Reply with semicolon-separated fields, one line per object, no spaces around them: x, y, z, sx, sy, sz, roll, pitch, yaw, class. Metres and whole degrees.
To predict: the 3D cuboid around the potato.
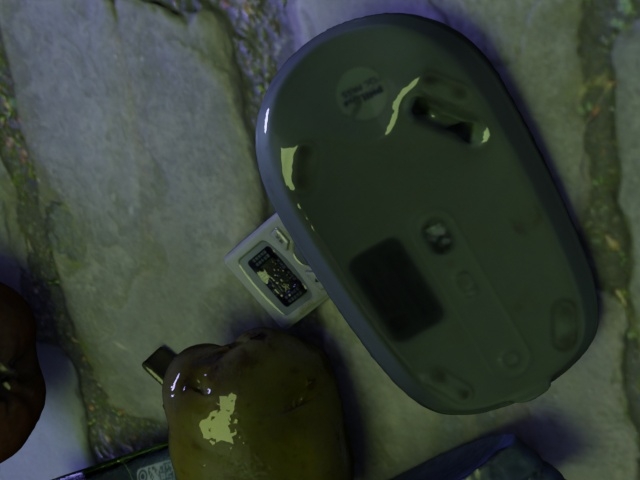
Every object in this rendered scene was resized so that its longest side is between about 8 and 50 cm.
-0.055;0.173;1.321;0.154;0.137;0.200;-6;113;32;potato

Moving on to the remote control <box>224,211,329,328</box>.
0.000;0.000;1.254;0.087;0.029;0.190;49;130;-4;remote control

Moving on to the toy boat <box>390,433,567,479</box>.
0.098;0.239;1.275;0.283;0.127;0.078;-34;90;42;toy boat

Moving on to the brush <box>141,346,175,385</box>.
-0.093;0.175;1.416;0.190;0.034;0.027;40;140;5;brush

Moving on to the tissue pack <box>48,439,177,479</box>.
-0.178;0.297;1.478;0.235;0.073;0.173;-24;73;39;tissue pack

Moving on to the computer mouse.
0.083;-0.017;1.144;0.197;0.095;0.331;-25;108;11;computer mouse

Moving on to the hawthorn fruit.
-0.384;0.126;1.479;0.251;0.199;0.199;6;122;52;hawthorn fruit
